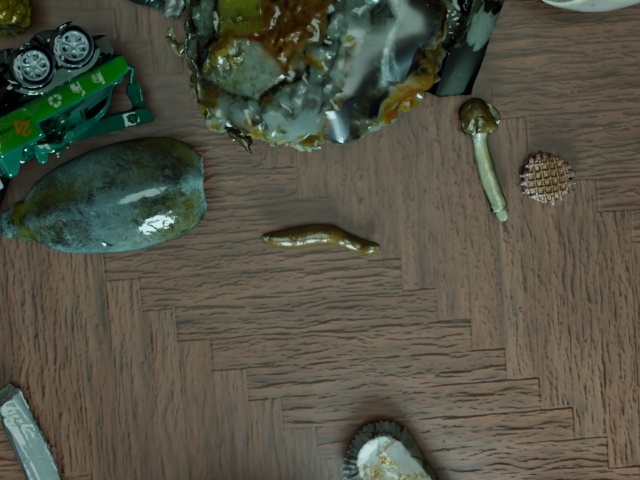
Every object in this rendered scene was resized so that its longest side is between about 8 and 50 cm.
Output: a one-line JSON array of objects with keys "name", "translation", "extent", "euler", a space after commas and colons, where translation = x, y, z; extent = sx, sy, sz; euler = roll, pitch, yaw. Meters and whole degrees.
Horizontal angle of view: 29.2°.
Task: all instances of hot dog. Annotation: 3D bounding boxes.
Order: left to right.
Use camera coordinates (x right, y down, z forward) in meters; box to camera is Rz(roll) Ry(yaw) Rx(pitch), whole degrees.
[{"name": "hot dog", "translation": [0.133, 0.389, 1.868], "extent": [0.131, 0.069, 0.253], "euler": [-40, 99, -5]}]

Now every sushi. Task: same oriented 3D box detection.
[{"name": "sushi", "translation": [-0.030, -0.314, 1.686], "extent": [0.417, 0.176, 0.418], "euler": [3, 99, 21]}, {"name": "sushi", "translation": [0.192, -0.347, 1.762], "extent": [0.109, 0.134, 0.273], "euler": [25, 104, 23]}]

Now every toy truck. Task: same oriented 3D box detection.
[{"name": "toy truck", "translation": [-0.421, -0.177, 1.706], "extent": [0.363, 0.176, 0.178], "euler": [-28, 106, -20]}]

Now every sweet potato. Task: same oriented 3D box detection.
[{"name": "sweet potato", "translation": [0.000, -0.004, 1.831], "extent": [0.179, 0.044, 0.044], "euler": [3, 97, -8]}]

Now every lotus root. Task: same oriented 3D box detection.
[{"name": "lotus root", "translation": [-0.320, -0.054, 1.772], "extent": [0.322, 0.140, 0.158], "euler": [-13, 97, 3]}]

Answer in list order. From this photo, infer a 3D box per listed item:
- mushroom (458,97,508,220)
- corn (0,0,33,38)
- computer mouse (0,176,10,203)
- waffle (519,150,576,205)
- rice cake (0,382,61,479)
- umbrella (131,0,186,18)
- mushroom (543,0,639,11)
[{"name": "mushroom", "translation": [0.251, -0.122, 1.815], "extent": [0.061, 0.060, 0.187], "euler": [-18, 102, -6]}, {"name": "corn", "translation": [-0.542, -0.454, 1.721], "extent": [0.144, 0.144, 0.387], "euler": [-27, 95, 2]}, {"name": "computer mouse", "translation": [-0.517, -0.091, 1.796], "extent": [0.122, 0.073, 0.217], "euler": [19, 87, -19]}, {"name": "waffle", "translation": [0.338, -0.092, 1.831], "extent": [0.083, 0.029, 0.075], "euler": [27, 96, -6]}, {"name": "rice cake", "translation": [-0.428, 0.345, 1.863], "extent": [0.055, 0.049, 0.270], "euler": [-26, 97, -20]}, {"name": "umbrella", "translation": [-0.300, -0.391, 1.774], "extent": [0.235, 0.059, 0.066], "euler": [26, 53, -7]}, {"name": "mushroom", "translation": [0.399, -0.404, 1.758], "extent": [0.162, 0.173, 0.236], "euler": [-37, 53, 38]}]
